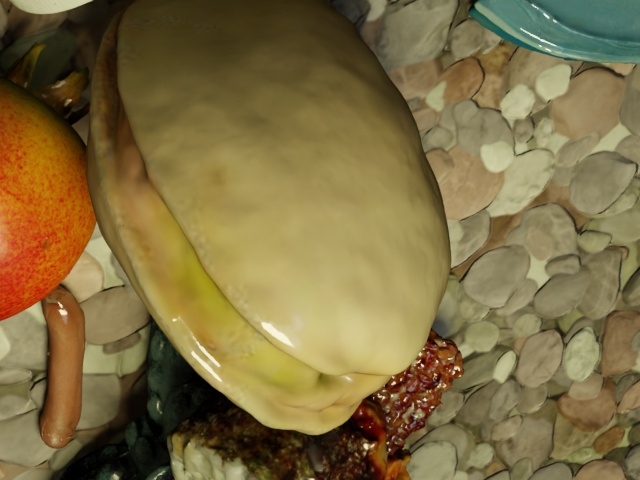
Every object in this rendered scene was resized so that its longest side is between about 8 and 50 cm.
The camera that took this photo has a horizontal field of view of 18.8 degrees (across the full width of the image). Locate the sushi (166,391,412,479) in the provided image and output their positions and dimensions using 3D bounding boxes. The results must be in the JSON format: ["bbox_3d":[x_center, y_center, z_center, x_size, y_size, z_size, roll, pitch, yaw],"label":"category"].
[{"bbox_3d":[-0.018,0.243,1.746,0.182,0.196,0.343,-42,130,-36],"label":"sushi"}]

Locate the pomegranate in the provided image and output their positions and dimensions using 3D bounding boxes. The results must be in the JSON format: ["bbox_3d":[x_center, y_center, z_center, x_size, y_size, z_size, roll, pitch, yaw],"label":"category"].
[{"bbox_3d":[-0.284,-0.050,1.629,0.257,0.221,0.221,-57,132,-16],"label":"pomegranate"}]

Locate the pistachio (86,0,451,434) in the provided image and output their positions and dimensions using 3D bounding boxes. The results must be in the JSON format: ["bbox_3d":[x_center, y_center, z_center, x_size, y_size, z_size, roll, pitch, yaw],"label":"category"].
[{"bbox_3d":[-0.045,-0.038,1.605,0.281,0.445,0.365,-38,127,24],"label":"pistachio"}]

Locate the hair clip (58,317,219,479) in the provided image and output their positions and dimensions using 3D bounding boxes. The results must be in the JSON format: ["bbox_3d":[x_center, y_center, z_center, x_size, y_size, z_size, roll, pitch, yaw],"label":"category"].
[{"bbox_3d":[-0.129,0.211,1.889,0.194,0.206,0.310,15,114,-35],"label":"hair clip"}]

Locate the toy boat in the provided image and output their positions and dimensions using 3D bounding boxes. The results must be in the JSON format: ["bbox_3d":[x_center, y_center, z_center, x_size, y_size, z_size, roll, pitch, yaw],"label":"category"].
[{"bbox_3d":[0.256,-0.217,1.863,0.237,0.109,0.098,4,165,-21],"label":"toy boat"}]

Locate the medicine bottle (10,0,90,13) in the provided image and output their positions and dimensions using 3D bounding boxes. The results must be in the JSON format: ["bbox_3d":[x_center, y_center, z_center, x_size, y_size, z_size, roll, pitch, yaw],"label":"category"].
[{"bbox_3d":[-0.258,-0.336,1.452,0.190,0.190,0.332,-40,131,4],"label":"medicine bottle"}]

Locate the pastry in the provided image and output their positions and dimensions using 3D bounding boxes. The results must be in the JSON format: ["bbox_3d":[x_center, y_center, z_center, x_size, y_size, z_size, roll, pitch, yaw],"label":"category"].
[{"bbox_3d":[0.054,0.164,2.018,0.115,0.097,0.208,26,110,-44],"label":"pastry"}]

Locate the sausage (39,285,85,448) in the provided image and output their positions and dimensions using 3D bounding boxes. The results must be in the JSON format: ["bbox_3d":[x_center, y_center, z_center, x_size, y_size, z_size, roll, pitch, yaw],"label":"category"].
[{"bbox_3d":[-0.251,0.123,1.877,0.043,0.043,0.186,-8,126,-21],"label":"sausage"}]
